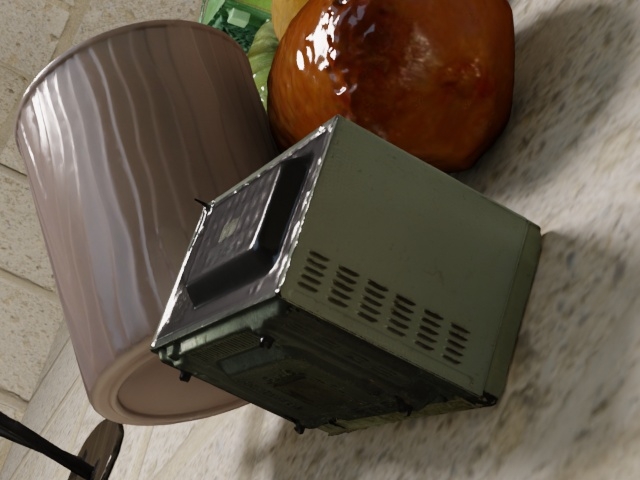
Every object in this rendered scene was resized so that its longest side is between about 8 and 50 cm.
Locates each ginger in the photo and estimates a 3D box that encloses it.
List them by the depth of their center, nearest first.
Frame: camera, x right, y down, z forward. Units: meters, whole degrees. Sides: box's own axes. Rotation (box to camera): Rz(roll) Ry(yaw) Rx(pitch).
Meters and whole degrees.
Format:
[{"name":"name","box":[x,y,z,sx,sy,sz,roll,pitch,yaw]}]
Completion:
[{"name":"ginger","box":[-0.033,-0.248,1.376,0.137,0.089,0.290,6,47,33]}]

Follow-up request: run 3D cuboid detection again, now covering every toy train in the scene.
[{"name":"toy train","box":[-0.112,-0.431,1.872,0.271,0.159,0.188,164,121,-71]}]

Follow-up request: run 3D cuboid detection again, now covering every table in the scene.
[{"name":"table","box":[-0.462,0.328,1.587,0.317,0.249,0.317,-57,16,26]}]

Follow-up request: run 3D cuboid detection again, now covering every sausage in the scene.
[{"name":"sausage","box":[0.043,-0.117,0.788,0.268,0.153,0.141,170,104,-75]}]

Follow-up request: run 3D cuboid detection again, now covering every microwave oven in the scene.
[{"name":"microwave oven","box":[0.005,0.038,0.654,0.205,0.163,0.129,-29,40,60]}]

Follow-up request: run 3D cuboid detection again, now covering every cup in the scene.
[{"name":"cup","box":[-0.142,0.005,0.894,0.288,0.208,0.273,-36,60,26]}]

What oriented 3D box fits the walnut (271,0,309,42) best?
[{"name":"walnut","box":[0.046,-0.225,0.954,0.197,0.165,0.165,126,163,-51]}]
